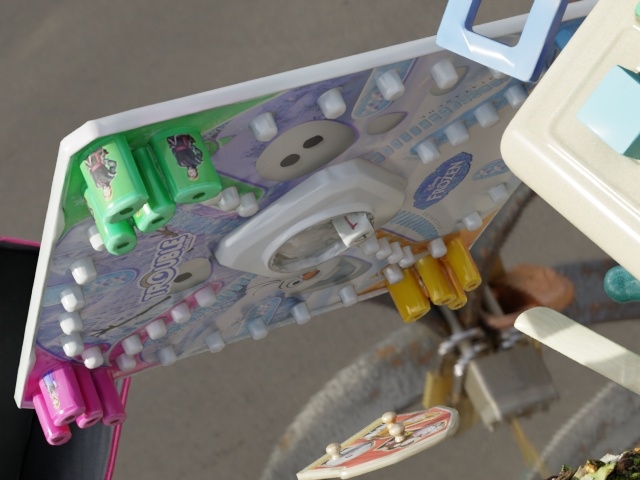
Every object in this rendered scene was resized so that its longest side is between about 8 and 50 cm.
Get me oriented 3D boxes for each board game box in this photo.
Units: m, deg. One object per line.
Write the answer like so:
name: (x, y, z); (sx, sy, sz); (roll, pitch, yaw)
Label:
board game box: (0.000, 0.000, 0.917); (0.390, 0.390, 0.050); (-17, 69, -24)

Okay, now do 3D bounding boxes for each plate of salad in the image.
plate of salad: (0.257, 0.216, 1.215); (0.200, 0.200, 0.048); (-14, 91, 8)

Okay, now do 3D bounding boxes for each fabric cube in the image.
fabric cube: (-0.328, 0.114, 1.174); (0.258, 0.259, 0.254); (2, 80, 65)

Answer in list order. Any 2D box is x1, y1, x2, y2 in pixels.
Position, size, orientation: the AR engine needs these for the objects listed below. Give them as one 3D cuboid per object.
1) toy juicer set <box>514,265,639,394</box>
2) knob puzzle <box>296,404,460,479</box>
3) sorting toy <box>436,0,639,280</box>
toy juicer set: (0.356, 0.044, 1.139); (0.329, 0.089, 0.209); (-41, 66, 4)
knob puzzle: (0.086, 0.234, 1.642); (0.213, 0.213, 0.030); (-21, 94, 2)
sorting toy: (0.190, -0.061, 0.613); (0.348, 0.047, 0.196); (44, 114, 27)
